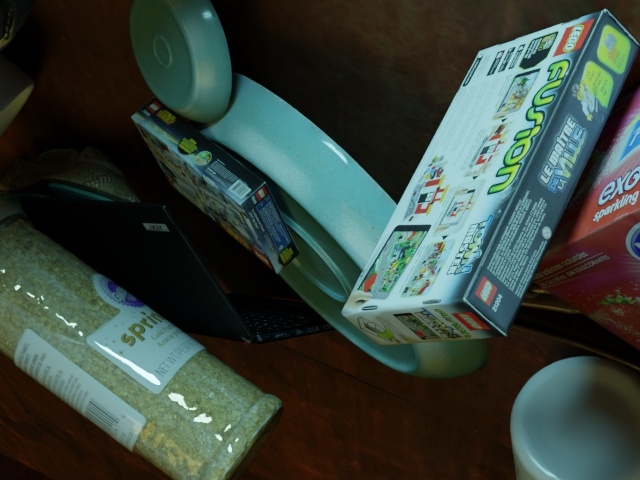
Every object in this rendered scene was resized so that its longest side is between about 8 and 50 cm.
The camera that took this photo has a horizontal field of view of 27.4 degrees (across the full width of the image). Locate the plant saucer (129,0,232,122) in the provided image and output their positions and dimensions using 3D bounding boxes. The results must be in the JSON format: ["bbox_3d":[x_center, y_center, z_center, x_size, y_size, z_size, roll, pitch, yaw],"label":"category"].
[{"bbox_3d":[-0.106,-0.138,0.942,0.119,0.021,0.119,35,137,41],"label":"plant saucer"}]

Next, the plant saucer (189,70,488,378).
[{"bbox_3d":[0.000,0.000,1.027,0.317,0.044,0.317,44,167,13],"label":"plant saucer"}]

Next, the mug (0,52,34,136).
[{"bbox_3d":[-0.429,-0.161,1.085,0.328,0.276,0.374,39,125,-10],"label":"mug"}]

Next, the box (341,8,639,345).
[{"bbox_3d":[0.099,-0.035,0.764,0.036,0.207,0.114,40,154,-24],"label":"box"}]

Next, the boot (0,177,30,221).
[{"bbox_3d":[-0.309,0.036,1.447,0.203,0.095,0.262,41,167,-4],"label":"boot"}]

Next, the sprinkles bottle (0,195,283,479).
[{"bbox_3d":[-0.207,0.095,1.202,0.355,0.121,0.121,35,157,8],"label":"sprinkles bottle"}]

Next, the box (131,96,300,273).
[{"bbox_3d":[-0.079,-0.042,0.993,0.137,0.027,0.094,38,163,34],"label":"box"}]

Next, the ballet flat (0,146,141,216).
[{"bbox_3d":[-0.241,-0.060,1.272,0.206,0.067,0.073,4,154,39],"label":"ballet flat"}]

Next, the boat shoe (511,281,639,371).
[{"bbox_3d":[0.266,0.078,0.911,0.342,0.123,0.123,25,156,10],"label":"boat shoe"}]

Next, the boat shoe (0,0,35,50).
[{"bbox_3d":[-0.337,-0.265,0.923,0.112,0.095,0.335,-32,107,34],"label":"boat shoe"}]

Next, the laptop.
[{"bbox_3d":[-0.112,0.019,1.254,0.264,0.136,0.234,-7,-172,-43],"label":"laptop"}]

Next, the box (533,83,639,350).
[{"bbox_3d":[0.235,-0.031,0.719,0.123,0.128,0.257,33,157,-9],"label":"box"}]

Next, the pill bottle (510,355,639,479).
[{"bbox_3d":[0.244,0.210,1.197,0.131,0.131,0.229,19,155,21],"label":"pill bottle"}]
